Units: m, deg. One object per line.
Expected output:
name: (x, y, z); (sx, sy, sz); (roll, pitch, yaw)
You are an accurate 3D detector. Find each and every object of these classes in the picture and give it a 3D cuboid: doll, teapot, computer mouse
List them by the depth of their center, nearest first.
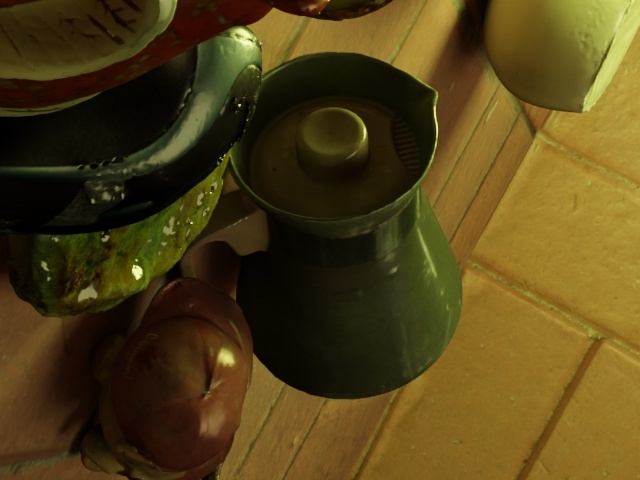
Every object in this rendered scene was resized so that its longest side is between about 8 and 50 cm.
computer mouse: (-0.135, -0.057, 0.728); (0.233, 0.096, 0.137); (-23, 166, -9)
doll: (-0.144, 0.145, 1.142); (0.256, 0.152, 0.196); (122, -29, -67)
teapot: (0.000, 0.000, 1.242); (0.300, 0.253, 0.344); (-24, 147, -10)

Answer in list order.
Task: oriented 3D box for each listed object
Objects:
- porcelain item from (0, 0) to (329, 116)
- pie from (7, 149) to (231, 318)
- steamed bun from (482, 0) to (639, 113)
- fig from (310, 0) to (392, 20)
porcelain item: (-0.102, -0.159, 0.570); (0.253, 0.253, 0.253); (-54, 164, -24)
pie: (-0.137, -0.064, 0.920); (0.277, 0.078, 0.277); (-56, 165, -22)
steamed bun: (0.356, -0.349, 1.744); (0.324, 0.206, 0.324); (-57, 167, -21)
fig: (0.026, -0.262, 0.928); (0.181, 0.181, 0.191); (19, 74, -75)
